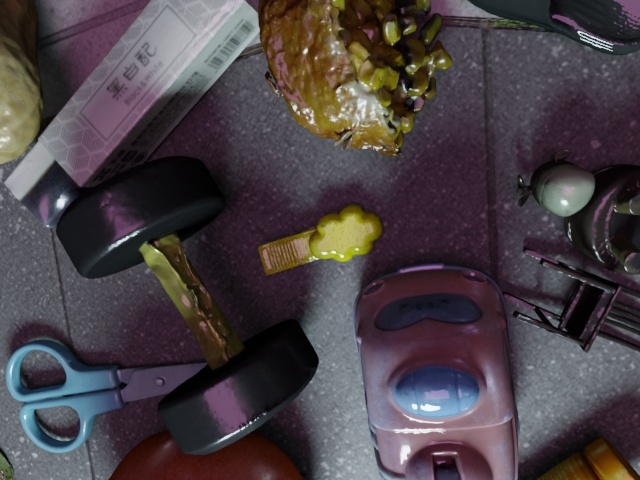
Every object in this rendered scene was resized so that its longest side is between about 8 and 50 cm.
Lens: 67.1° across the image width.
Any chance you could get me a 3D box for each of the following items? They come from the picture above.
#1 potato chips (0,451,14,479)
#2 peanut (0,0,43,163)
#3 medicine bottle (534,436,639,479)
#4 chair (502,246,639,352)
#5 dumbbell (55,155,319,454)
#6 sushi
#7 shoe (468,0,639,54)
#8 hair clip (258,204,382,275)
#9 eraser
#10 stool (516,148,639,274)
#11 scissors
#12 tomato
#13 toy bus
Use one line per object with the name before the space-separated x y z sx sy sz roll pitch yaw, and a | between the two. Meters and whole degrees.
potato chips | -0.596 0.452 0.860 0.142 0.026 0.209 18 102 9
peanut | -0.439 -0.248 0.622 0.159 0.142 0.292 -35 61 52
medicine bottle | 0.326 0.353 0.633 0.192 0.096 0.096 -42 90 14
chair | 0.343 0.088 0.584 0.212 0.101 0.084 23 103 7
dumbbell | -0.162 0.075 0.617 0.203 0.204 0.323 -31 89 14
sushi | 0.032 -0.240 0.567 0.179 0.166 0.297 -20 88 35
shoe | 0.277 -0.293 0.539 0.240 0.093 0.108 26 104 4
hair clip | 0.000 0.000 0.662 0.173 0.046 0.072 -15 100 11
eraser | -0.251 -0.186 0.652 0.404 0.098 0.096 -42 89 13
stool | 0.338 -0.035 0.558 0.217 0.121 0.125 27 105 0
scissors | -0.287 0.225 0.762 0.446 0.029 0.193 -11 97 10
tomato | -0.168 0.433 0.648 0.341 0.273 0.342 2 99 11
toy bus | 0.139 0.183 0.570 0.197 0.232 0.295 -6 99 12
